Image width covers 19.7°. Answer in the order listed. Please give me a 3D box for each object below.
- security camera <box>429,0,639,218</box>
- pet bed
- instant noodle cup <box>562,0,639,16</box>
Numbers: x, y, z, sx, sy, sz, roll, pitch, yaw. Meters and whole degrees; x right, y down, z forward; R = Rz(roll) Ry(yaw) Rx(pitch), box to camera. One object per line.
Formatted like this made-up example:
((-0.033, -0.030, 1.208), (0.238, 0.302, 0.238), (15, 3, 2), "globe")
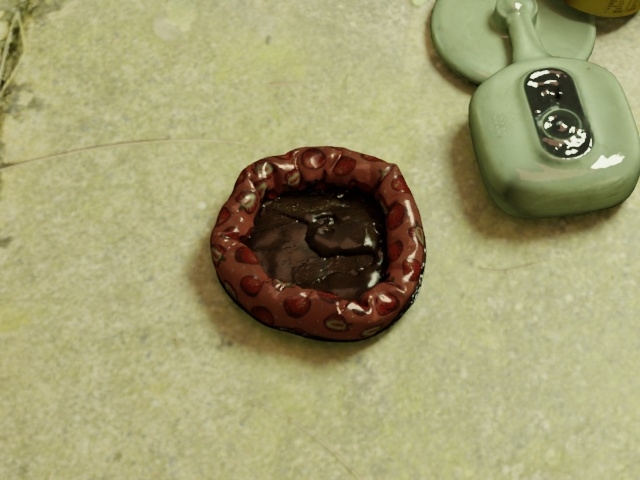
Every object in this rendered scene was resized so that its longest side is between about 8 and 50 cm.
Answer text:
((0.196, -0.155, 1.694), (0.157, 0.080, 0.301), (-10, 57, -4), "security camera")
((0.000, 0.000, 1.615), (0.201, 0.053, 0.201), (-1, 54, 1), "pet bed")
((0.274, -0.293, 1.730), (0.151, 0.122, 0.151), (7, 46, -8), "instant noodle cup")
